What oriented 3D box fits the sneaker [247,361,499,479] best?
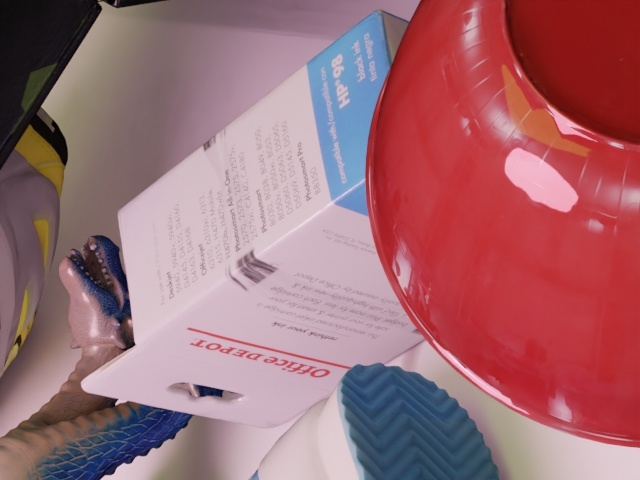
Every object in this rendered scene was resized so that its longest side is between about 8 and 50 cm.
[{"bbox_3d":[0.025,0.158,0.619,0.092,0.087,0.229,-45,40,38],"label":"sneaker"}]

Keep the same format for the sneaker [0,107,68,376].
[{"bbox_3d":[-0.220,0.075,0.905,0.384,0.145,0.147,-42,10,42],"label":"sneaker"}]

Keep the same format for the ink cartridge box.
[{"bbox_3d":[0.000,0.000,0.677,0.180,0.104,0.060,-34,54,36],"label":"ink cartridge box"}]

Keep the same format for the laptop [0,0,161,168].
[{"bbox_3d":[-0.104,-0.086,0.764,0.234,0.264,0.137,40,135,47],"label":"laptop"}]

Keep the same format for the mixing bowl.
[{"bbox_3d":[0.095,-0.043,0.520,0.181,0.098,0.181,-4,66,8],"label":"mixing bowl"}]

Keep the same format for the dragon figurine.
[{"bbox_3d":[-0.095,0.146,0.748,0.085,0.144,0.289,5,100,47],"label":"dragon figurine"}]
